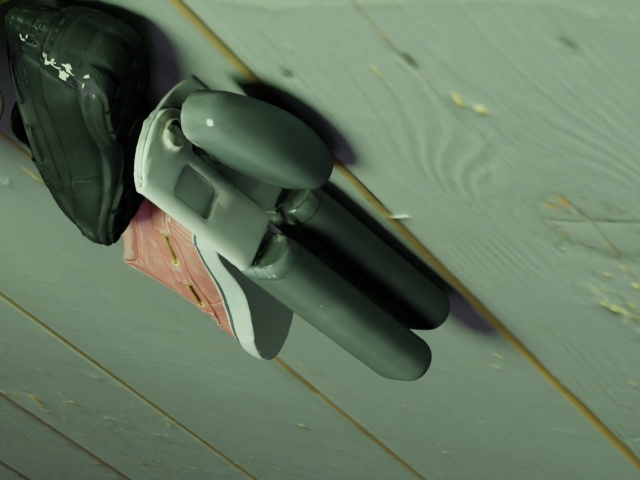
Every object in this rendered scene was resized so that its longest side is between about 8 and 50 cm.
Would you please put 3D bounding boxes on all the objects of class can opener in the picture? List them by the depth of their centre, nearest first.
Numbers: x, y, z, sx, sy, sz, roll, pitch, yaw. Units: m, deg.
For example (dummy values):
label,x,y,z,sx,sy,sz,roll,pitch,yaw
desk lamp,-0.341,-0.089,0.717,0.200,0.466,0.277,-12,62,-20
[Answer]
label,x,y,z,sx,sy,sz,roll,pitch,yaw
can opener,0.000,0.000,1.092,0.095,0.076,0.283,2,153,44

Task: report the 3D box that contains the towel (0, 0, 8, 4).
label,x,y,z,sx,sy,sz,roll,pitch,yaw
towel,-0.248,-0.151,1.041,0.102,0.021,0.237,33,156,-29

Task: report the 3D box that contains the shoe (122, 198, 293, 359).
label,x,y,z,sx,sy,sz,roll,pitch,yaw
shoe,-0.076,0.017,1.235,0.081,0.063,0.178,14,153,23

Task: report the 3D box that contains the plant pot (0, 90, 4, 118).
label,x,y,z,sx,sy,sz,roll,pitch,yaw
plant pot,-0.360,-0.095,1.000,0.274,0.256,0.256,48,159,3

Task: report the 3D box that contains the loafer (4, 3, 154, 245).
label,x,y,z,sx,sy,sz,roll,pitch,yaw
loafer,-0.141,-0.069,1.072,0.078,0.076,0.223,24,155,10
